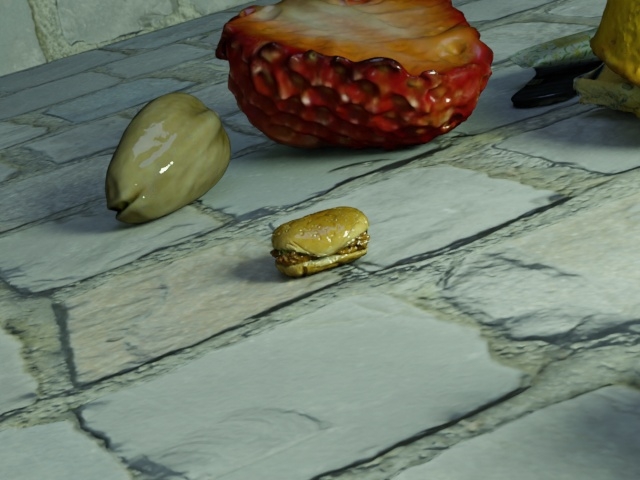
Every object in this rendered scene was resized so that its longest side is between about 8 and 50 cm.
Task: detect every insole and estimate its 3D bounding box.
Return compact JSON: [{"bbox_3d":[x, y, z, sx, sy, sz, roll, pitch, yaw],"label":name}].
[{"bbox_3d":[0.282,-0.199,1.661,0.110,0.012,0.309,-4,19,26],"label":"insole"}]

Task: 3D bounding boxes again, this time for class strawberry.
[{"bbox_3d":[0.044,-0.165,1.544,0.265,0.149,0.336,-16,25,-29],"label":"strawberry"}]

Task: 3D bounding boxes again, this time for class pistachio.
[{"bbox_3d":[-0.160,-0.083,1.485,0.126,0.108,0.185,-31,13,33],"label":"pistachio"}]

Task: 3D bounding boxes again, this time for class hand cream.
[{"bbox_3d":[0.309,-0.221,1.626,0.194,0.042,0.067,-12,25,-8],"label":"hand cream"}]

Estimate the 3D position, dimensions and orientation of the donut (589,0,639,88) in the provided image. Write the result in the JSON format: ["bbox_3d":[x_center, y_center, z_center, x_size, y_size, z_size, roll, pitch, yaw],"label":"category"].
[{"bbox_3d":[0.378,-0.199,1.304,0.277,0.108,0.277,-1,25,1],"label":"donut"}]

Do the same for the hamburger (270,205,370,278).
[{"bbox_3d":[0.000,0.000,1.181,0.083,0.044,0.076,-14,17,-10],"label":"hamburger"}]

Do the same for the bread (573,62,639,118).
[{"bbox_3d":[0.304,-0.149,1.411,0.072,0.053,0.106,-32,25,-19],"label":"bread"}]
